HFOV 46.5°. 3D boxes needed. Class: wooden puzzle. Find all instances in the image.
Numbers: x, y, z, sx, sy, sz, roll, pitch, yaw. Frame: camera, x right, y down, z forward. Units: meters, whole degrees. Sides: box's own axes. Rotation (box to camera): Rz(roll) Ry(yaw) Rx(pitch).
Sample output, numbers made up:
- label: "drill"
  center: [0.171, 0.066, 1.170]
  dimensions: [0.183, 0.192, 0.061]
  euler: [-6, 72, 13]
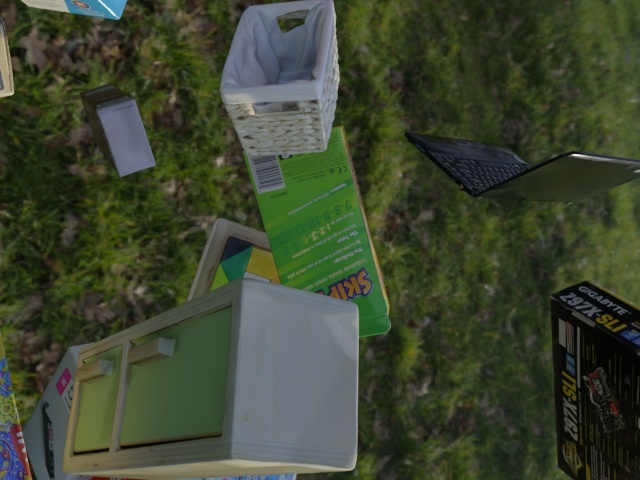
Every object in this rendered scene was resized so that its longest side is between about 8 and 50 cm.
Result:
- label: "wooden puzzle"
  center: [-0.130, 0.092, 1.474]
  dimensions: [0.044, 0.238, 0.221]
  euler: [170, -61, -78]

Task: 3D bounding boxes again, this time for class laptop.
- label: "laptop"
  center: [0.301, -0.130, 1.073]
  dimensions: [0.234, 0.264, 0.137]
  euler: [1, 126, -37]

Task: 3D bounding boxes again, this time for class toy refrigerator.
- label: "toy refrigerator"
  center: [-0.093, 0.110, 0.520]
  dimensions: [0.094, 0.269, 0.102]
  euler: [16, 66, -32]

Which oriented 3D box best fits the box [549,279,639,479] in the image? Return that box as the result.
- label: "box"
  center: [0.425, 0.248, 1.003]
  dimensions: [0.257, 0.079, 0.322]
  euler: [-138, -147, -60]

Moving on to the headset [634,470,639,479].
- label: "headset"
  center: [0.492, 0.328, 0.715]
  dimensions: [0.185, 0.394, 0.243]
  euler: [-38, 118, -38]

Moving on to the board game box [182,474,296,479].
- label: "board game box"
  center: [-0.222, 0.503, 1.364]
  dimensions: [0.336, 0.079, 0.254]
  euler: [17, 80, -30]

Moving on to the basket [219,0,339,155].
- label: "basket"
  center: [-0.038, -0.186, 0.858]
  dimensions: [0.103, 0.113, 0.167]
  euler: [76, 17, -48]

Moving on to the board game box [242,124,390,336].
- label: "board game box"
  center: [0.000, 0.000, 0.914]
  dimensions: [0.039, 0.124, 0.259]
  euler: [-48, 124, -72]

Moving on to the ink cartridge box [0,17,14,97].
- label: "ink cartridge box"
  center: [-0.463, -0.217, 0.789]
  dimensions: [0.193, 0.234, 0.088]
  euler: [-21, 135, -31]

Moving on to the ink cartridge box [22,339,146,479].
- label: "ink cartridge box"
  center: [-0.329, 0.314, 1.060]
  dimensions: [0.060, 0.275, 0.239]
  euler: [-7, 57, -43]

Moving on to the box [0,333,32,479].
- label: "box"
  center: [-0.348, 0.071, 0.546]
  dimensions: [0.177, 0.279, 0.290]
  euler: [-11, 82, -31]

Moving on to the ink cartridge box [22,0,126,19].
- label: "ink cartridge box"
  center: [-0.315, -0.332, 0.797]
  dimensions: [0.086, 0.148, 0.203]
  euler: [-70, 157, -9]

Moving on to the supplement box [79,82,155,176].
- label: "supplement box"
  center: [-0.390, -0.216, 1.419]
  dimensions: [0.239, 0.073, 0.130]
  euler: [36, -36, 60]
